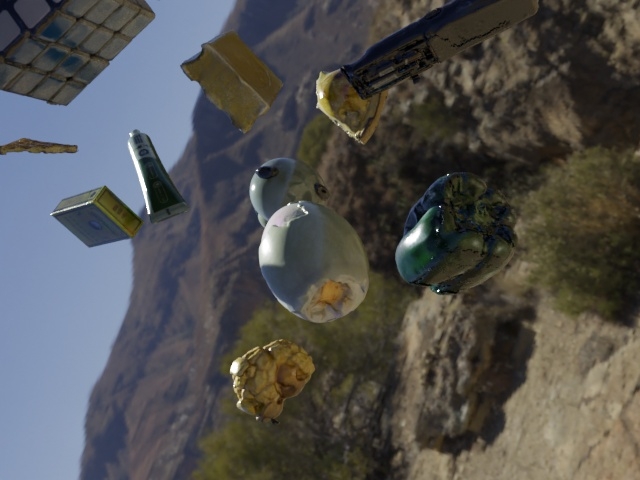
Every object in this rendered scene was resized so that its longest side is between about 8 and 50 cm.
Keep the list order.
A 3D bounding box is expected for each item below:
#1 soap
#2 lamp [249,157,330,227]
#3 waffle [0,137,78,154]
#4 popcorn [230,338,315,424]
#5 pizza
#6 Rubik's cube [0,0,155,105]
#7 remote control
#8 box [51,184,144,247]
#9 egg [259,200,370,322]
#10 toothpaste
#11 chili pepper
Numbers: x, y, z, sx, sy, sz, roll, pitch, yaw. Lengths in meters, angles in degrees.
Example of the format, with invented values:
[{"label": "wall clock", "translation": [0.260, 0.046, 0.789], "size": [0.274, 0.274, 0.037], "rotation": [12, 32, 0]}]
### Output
[{"label": "soap", "translation": [-0.185, -0.358, 1.854], "size": [0.091, 0.199, 0.315], "rotation": [-40, 11, 16]}, {"label": "lamp", "translation": [-0.090, -0.110, 2.172], "size": [0.244, 0.198, 0.197], "rotation": [127, 164, -65]}, {"label": "waffle", "translation": [-0.639, -0.206, 1.913], "size": [0.097, 0.153, 0.023], "rotation": [-49, -35, -63]}, {"label": "popcorn", "translation": [-0.119, 0.306, 1.913], "size": [0.194, 0.163, 0.140], "rotation": [-52, 3, -10]}, {"label": "pizza", "translation": [0.065, -0.330, 2.000], "size": [0.080, 0.188, 0.204], "rotation": [37, -122, -63]}, {"label": "Rubik's cube", "translation": [-0.652, -0.555, 1.925], "size": [0.337, 0.343, 0.344], "rotation": [-40, -8, 13]}, {"label": "remote control", "translation": [0.234, -0.395, 1.649], "size": [0.144, 0.399, 0.062], "rotation": [39, -151, -57]}, {"label": "box", "translation": [-0.564, -0.057, 2.132], "size": [0.220, 0.141, 0.064], "rotation": [-11, 41, 43]}, {"label": "egg", "translation": [-0.016, 0.027, 1.473], "size": [0.217, 0.183, 0.183], "rotation": [65, 146, 39]}, {"label": "toothpaste", "translation": [-0.432, -0.175, 2.168], "size": [0.061, 0.099, 0.392], "rotation": [75, 168, -46]}, {"label": "chili pepper", "translation": [0.299, -0.001, 1.901], "size": [0.256, 0.233, 0.248], "rotation": [-49, 9, 50]}]
